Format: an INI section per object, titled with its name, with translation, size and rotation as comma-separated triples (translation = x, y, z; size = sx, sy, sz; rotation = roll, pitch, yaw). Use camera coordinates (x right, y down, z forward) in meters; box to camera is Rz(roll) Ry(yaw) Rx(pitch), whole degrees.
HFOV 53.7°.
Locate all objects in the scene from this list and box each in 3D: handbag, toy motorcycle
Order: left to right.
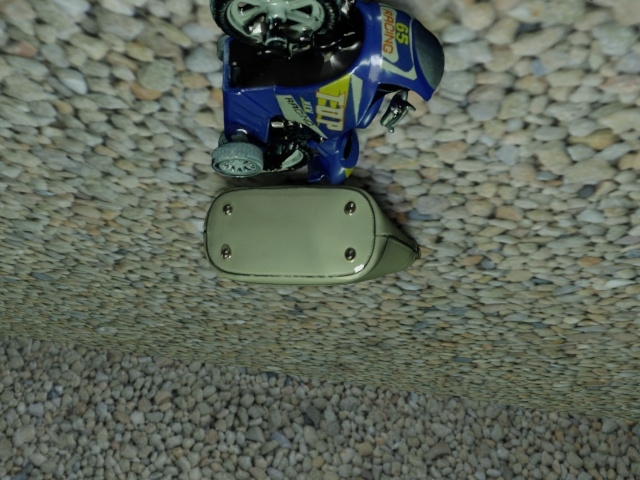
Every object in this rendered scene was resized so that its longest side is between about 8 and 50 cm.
[toy motorcycle]
translation = -0.003, -0.114, 0.513
size = 0.169, 0.113, 0.315
rotation = 1, 165, -7
[handbag]
translation = 0.000, 0.000, 0.796
size = 0.241, 0.109, 0.315
rotation = 2, 178, 13
